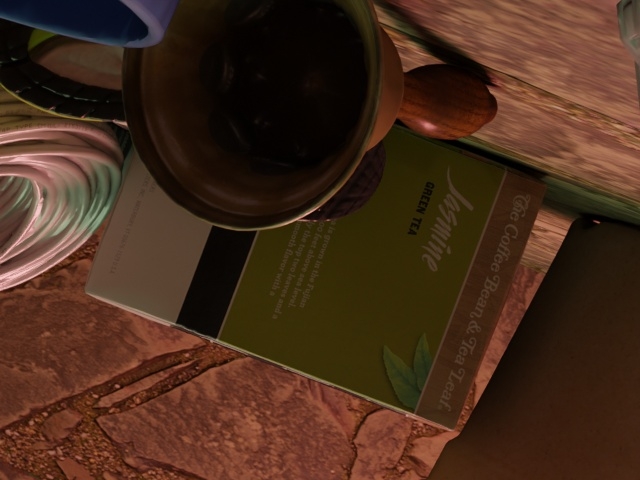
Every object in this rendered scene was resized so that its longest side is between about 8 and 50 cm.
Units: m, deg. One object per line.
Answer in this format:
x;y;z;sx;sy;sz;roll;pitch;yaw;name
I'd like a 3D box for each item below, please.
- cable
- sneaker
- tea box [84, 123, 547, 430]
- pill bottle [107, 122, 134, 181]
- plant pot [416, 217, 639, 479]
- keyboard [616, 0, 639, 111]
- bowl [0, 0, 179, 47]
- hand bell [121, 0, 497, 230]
-0.282;-0.039;1.037;0.089;0.257;0.257;61;160;22;cable
-0.090;-0.109;0.958;0.300;0.111;0.121;26;-171;-12;sneaker
0.000;0.000;1.208;0.323;0.220;0.329;21;180;1;tea box
-0.267;-0.123;1.217;0.176;0.176;0.318;20;179;29;pill bottle
0.288;0.154;1.247;0.333;0.305;0.334;20;180;0;plant pot
0.109;-0.046;0.319;0.014;0.072;0.256;-12;180;0;keyboard
-0.215;-0.163;0.383;0.391;0.077;0.391;21;179;0;bowl
0.031;-0.072;0.640;0.126;0.126;0.242;20;-167;29;hand bell
